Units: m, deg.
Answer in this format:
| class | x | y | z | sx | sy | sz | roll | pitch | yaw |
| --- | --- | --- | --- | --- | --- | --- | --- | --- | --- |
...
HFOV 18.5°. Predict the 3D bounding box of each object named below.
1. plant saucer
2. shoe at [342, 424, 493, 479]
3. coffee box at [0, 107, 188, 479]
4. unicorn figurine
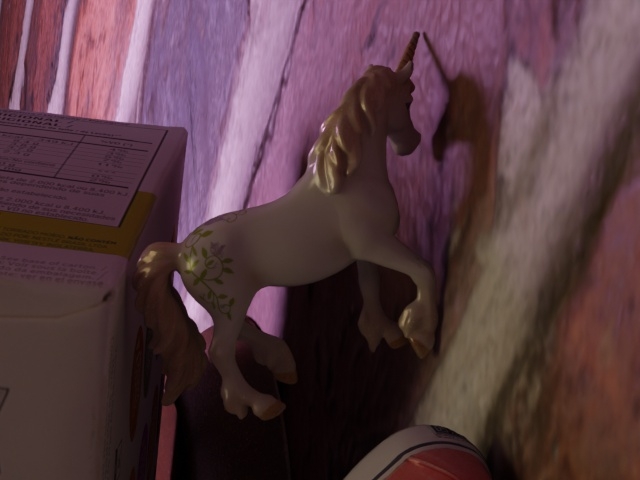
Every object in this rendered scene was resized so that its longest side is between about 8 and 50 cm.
| class | x | y | z | sx | sy | sz | roll | pitch | yaw |
| --- | --- | --- | --- | --- | --- | --- | --- | --- | --- |
| plant saucer | -0.072 | 0.196 | 1.113 | 0.310 | 0.050 | 0.310 | -176 | 90 | -76 |
| shoe | 0.005 | 0.151 | 0.684 | 0.178 | 0.063 | 0.081 | -51 | 27 | 10 |
| coffee box | -0.254 | 0.117 | 0.936 | 0.334 | 0.338 | 0.337 | -87 | 3 | -76 |
| unicorn figurine | 0.000 | 0.000 | 0.778 | 0.111 | 0.162 | 0.060 | 68 | 165 | -14 |
